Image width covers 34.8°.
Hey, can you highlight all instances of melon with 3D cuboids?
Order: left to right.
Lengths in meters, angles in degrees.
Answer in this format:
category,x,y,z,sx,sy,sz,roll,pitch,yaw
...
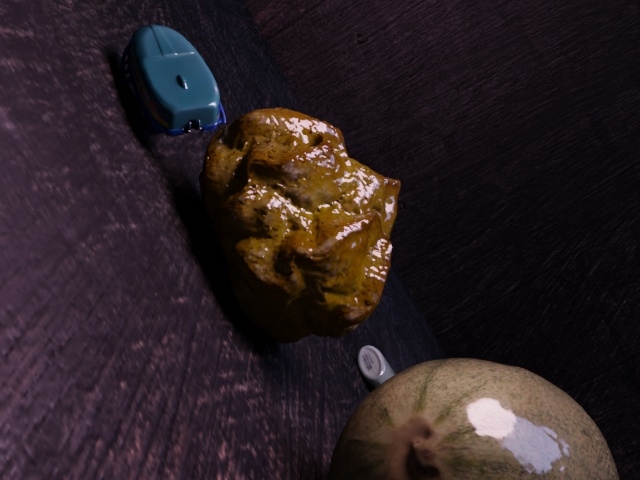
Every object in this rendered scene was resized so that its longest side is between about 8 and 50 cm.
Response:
category,x,y,z,sx,sy,sz,roll,pitch,yaw
melon,0.139,0.228,0.917,0.329,0.249,0.248,38,23,-57

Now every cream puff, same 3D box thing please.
category,x,y,z,sx,sy,sz,roll,pitch,yaw
cream puff,-0.023,-0.013,1.022,0.244,0.196,0.244,7,90,-84

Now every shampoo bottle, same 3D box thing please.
category,x,y,z,sx,sy,sz,roll,pitch,yaw
shampoo bottle,0.112,0.235,1.571,0.190,0.041,0.069,55,3,-44

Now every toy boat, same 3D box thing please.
category,x,y,z,sx,sy,sz,roll,pitch,yaw
toy boat,-0.160,-0.149,1.035,0.110,0.091,0.175,105,-35,-47
